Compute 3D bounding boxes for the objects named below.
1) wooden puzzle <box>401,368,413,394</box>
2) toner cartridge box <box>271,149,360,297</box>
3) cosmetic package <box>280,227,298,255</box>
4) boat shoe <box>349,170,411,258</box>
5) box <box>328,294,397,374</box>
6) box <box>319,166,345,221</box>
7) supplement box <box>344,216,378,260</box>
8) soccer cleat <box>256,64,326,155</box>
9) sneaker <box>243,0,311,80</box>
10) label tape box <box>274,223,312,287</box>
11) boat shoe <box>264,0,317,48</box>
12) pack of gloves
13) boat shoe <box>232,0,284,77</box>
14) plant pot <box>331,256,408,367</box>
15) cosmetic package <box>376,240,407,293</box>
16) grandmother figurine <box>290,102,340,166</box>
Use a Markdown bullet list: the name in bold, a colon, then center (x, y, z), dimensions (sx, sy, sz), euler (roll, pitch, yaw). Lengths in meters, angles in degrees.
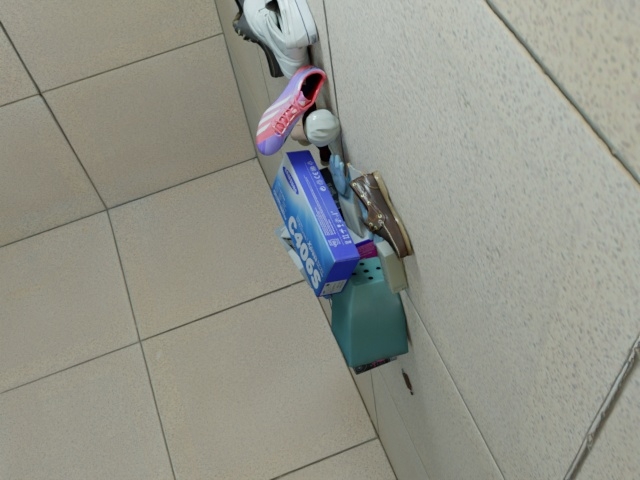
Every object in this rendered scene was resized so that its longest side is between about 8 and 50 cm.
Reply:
- **wooden puzzle**: center (0.257, 0.418, 2.193), dimensions (0.049, 0.006, 0.083), euler (178, 72, -83)
- **toner cartridge box**: center (-0.020, -0.046, 1.879), dimensions (0.347, 0.075, 0.165), euler (65, 150, 29)
- **cosmetic package**: center (0.000, 0.000, 2.158), dimensions (0.239, 0.060, 0.099), euler (0, 142, 47)
- **boat shoe**: center (0.126, -0.049, 1.579), dimensions (0.073, 0.073, 0.207), euler (88, 159, -67)
- **box**: center (0.121, 0.249, 2.203), dimensions (0.163, 0.142, 0.247), euler (-118, 9, -50)
- **box**: center (0.014, -0.106, 2.219), dimensions (0.156, 0.093, 0.158), euler (80, 167, -58)
- **supplement box**: center (0.094, 0.064, 2.006), dimensions (0.111, 0.114, 0.220), euler (-120, 13, -51)
- **soccer cleat**: center (-0.072, -0.314, 1.782), dimensions (0.083, 0.248, 0.095), euler (34, 178, -27)
- **sneaker**: center (-0.109, -0.559, 1.865), dimensions (0.292, 0.108, 0.169), euler (57, 167, 22)
- **label tape box**: center (0.002, 0.104, 2.510), dimensions (0.347, 0.115, 0.249), euler (59, -176, 19)
- **boat shoe**: center (-0.092, -0.565, 1.720), dimensions (0.096, 0.088, 0.267), euler (110, 139, -80)
- **pack of gloves**: center (0.100, -0.105, 1.830), dimensions (0.195, 0.046, 0.232), euler (39, 152, 52)
- **boat shoe**: center (-0.196, -0.641, 2.155), dimensions (0.132, 0.130, 0.355), euler (-130, 21, -72)
- **plant pot**: center (0.121, 0.172, 1.919), dimensions (0.165, 0.166, 0.234), euler (-120, 20, -54)
- **cosmetic package**: center (0.166, 0.059, 1.709), dimensions (0.060, 0.041, 0.115), euler (-118, 10, -53)
- **grandmother figurine**: center (-0.018, -0.290, 1.925), dimensions (0.207, 0.104, 0.342), euler (62, 178, -11)
